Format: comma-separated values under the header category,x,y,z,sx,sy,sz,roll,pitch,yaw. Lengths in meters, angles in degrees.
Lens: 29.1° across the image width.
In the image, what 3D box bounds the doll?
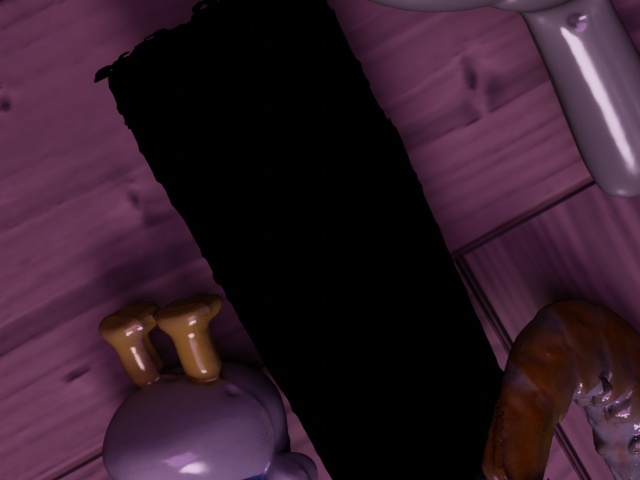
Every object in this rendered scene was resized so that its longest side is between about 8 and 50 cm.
category,x,y,z,sx,sy,sz,roll,pitch,yaw
doll,-0.046,0.172,0.690,0.138,0.119,0.293,-10,102,34

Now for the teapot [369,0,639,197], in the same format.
category,x,y,z,sx,sy,sz,roll,pitch,yaw
teapot,0.072,-0.158,0.575,0.219,0.149,0.318,-8,105,-4

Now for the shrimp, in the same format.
category,x,y,z,sx,sy,sz,roll,pitch,yaw
shrimp,0.146,0.114,0.653,0.049,0.166,0.161,-15,109,38

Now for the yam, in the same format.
category,x,y,z,sx,sy,sz,roll,pitch,yaw
yam,0.001,0.000,0.633,0.131,0.131,0.280,-26,107,7

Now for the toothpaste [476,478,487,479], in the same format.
category,x,y,z,sx,sy,sz,roll,pitch,yaw
toothpaste,0.083,0.215,0.742,0.049,0.031,0.204,16,108,-5
